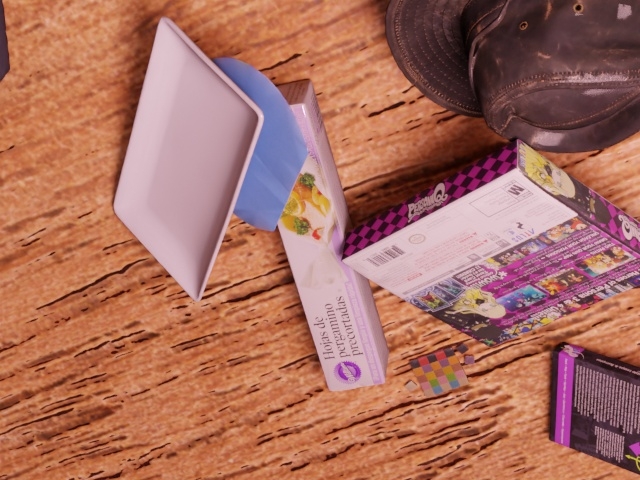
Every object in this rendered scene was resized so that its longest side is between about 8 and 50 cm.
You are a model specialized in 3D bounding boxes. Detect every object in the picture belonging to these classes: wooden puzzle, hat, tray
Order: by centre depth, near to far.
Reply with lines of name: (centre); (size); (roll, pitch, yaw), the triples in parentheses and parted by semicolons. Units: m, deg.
hat: (0.225, -0.160, 1.189); (0.331, 0.134, 0.331); (-4, 147, -3)
tray: (-0.123, -0.074, 1.328); (0.145, 0.030, 0.270); (45, 140, 20)
wooden puzzle: (0.127, 0.140, 1.496); (0.083, 0.006, 0.049); (-20, 114, 15)

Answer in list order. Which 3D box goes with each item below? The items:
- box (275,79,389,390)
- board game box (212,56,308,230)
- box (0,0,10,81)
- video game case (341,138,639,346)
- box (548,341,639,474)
box: (0.000, 0.000, 1.401); (0.063, 0.067, 0.324); (-10, 118, 14)
board game box: (-0.059, -0.094, 1.293); (0.133, 0.033, 0.168); (47, 140, 19)
box: (-0.552, -0.185, 1.122); (0.472, 0.480, 0.297); (2, 120, 5)
video game case: (0.173, 0.011, 1.328); (0.210, 0.041, 0.232); (30, 141, -29)
box: (0.313, 0.181, 1.442); (0.162, 0.029, 0.116); (20, 125, 35)
